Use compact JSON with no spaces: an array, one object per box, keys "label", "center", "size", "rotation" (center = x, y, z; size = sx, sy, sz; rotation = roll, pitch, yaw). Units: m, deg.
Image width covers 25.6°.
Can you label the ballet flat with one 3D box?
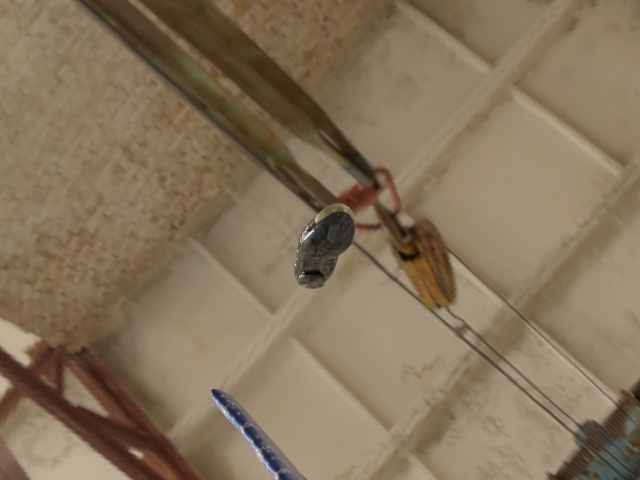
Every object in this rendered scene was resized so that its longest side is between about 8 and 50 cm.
[{"label":"ballet flat","center":[0.000,0.000,1.541],"size":[0.057,0.173,0.049],"rotation":[7,-117,-10]}]

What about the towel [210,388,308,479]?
[{"label":"towel","center":[0.013,0.314,1.437],"size":[0.040,0.243,0.336],"rotation":[-39,-134,-5]}]
